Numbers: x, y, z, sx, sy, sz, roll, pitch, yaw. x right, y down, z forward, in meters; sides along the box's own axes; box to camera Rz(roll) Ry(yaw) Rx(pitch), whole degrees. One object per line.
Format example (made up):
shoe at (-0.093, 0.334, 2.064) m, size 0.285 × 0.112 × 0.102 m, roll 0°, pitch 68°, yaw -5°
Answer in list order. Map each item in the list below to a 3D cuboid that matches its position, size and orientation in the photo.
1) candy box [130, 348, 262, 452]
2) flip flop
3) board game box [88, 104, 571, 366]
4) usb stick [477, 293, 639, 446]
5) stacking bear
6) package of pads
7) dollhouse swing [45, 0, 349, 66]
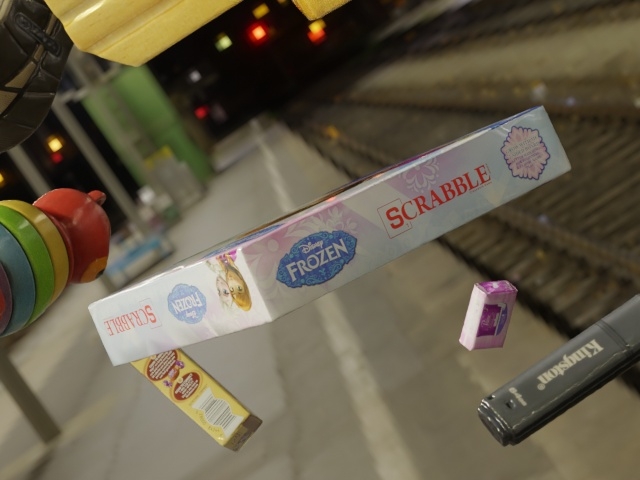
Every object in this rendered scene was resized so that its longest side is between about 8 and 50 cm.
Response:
candy box at (-0.155, 0.158, 2.008) m, size 0.053 × 0.186 × 0.109 m, roll -50°, pitch -11°, yaw -5°
flip flop at (-0.306, -0.179, 1.712) m, size 0.080 × 0.112 × 0.277 m, roll -22°, pitch 36°, yaw 41°
board game box at (0.000, 0.000, 1.528) m, size 0.318 × 0.066 × 0.318 m, roll -26°, pitch 3°, yaw -31°
usb stick at (0.325, 0.162, 2.253) m, size 0.278 × 0.077 × 0.045 m, roll -32°, pitch -29°, yaw -13°
stacking bear at (-0.355, 0.026, 2.071) m, size 0.289 × 0.164 × 0.175 m, roll -32°, pitch -21°, yaw -50°
package of pads at (0.198, 0.089, 2.101) m, size 0.050 × 0.083 × 0.032 m, roll -4°, pitch 31°, yaw -29°
dollhouse swing at (-0.141, -0.313, 1.475) m, size 0.305 × 0.347 × 0.315 m, roll -32°, pitch 14°, yaw 3°
